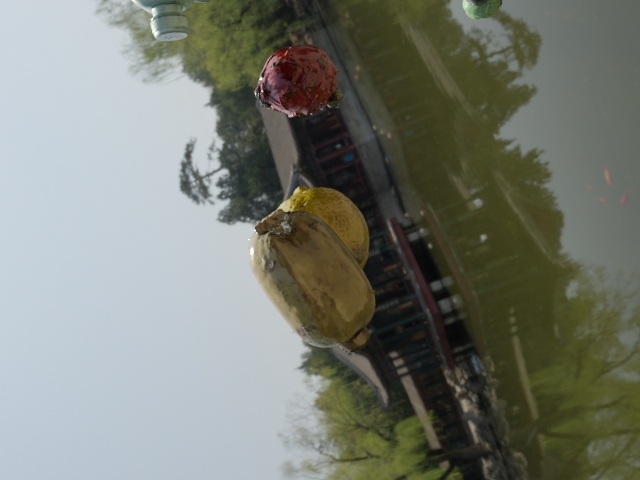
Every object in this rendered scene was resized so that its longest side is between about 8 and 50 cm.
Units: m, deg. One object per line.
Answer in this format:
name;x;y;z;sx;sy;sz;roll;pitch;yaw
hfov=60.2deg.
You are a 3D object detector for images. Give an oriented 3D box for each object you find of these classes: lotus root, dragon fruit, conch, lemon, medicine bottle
lotus root;-0.007;0.075;0.938;0.284;0.160;0.146;56;180;-14
dragon fruit;-0.049;-0.380;1.320;0.172;0.209;0.172;174;90;-69
conch;0.448;-0.659;1.483;0.170;0.106;0.079;108;170;-71
lemon;-0.002;-0.007;1.264;0.228;0.228;0.253;61;-172;-52
medicine bottle;-0.290;-0.485;0.997;0.083;0.121;0.229;-63;-36;-79

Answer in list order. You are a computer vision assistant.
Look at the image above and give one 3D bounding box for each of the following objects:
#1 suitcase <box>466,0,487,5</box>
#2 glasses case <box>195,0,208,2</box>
suitcase;0.304;-0.547;0.872;0.202;0.312;0.128;36;-151;-30
glasses case;-0.287;-0.660;1.290;0.039;0.078;0.184;-19;-86;-51
